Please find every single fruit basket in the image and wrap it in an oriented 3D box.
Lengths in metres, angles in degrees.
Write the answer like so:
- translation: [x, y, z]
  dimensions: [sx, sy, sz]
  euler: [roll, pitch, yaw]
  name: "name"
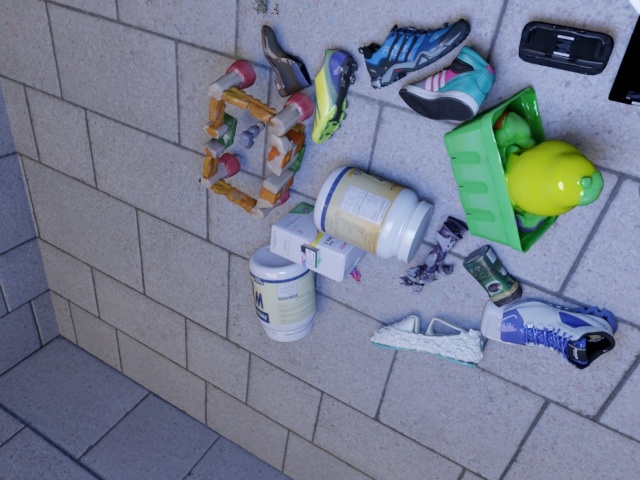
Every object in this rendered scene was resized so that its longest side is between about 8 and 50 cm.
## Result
- translation: [0.516, -0.167, 1.203]
  dimensions: [0.392, 0.283, 0.392]
  euler: [30, 137, 32]
  name: "fruit basket"

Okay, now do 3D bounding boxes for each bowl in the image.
- translation: [0.581, 0.271, 1.578]
  dimensions: [0.142, 0.053, 0.142]
  euler: [16, 125, 22]
  name: "bowl"

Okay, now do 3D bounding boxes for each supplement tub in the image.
- translation: [0.162, -0.078, 1.520]
  dimensions: [0.316, 0.228, 0.228]
  euler: [24, 127, 18]
  name: "supplement tub"
- translation: [-0.135, 0.191, 1.863]
  dimensions: [0.235, 0.235, 0.325]
  euler: [11, 122, 27]
  name: "supplement tub"

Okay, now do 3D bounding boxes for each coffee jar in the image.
- translation: [0.523, 0.111, 1.501]
  dimensions: [0.096, 0.079, 0.184]
  euler: [-36, 94, 38]
  name: "coffee jar"

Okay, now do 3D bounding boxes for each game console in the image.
- translation: [0.630, -0.427, 1.106]
  dimensions: [0.361, 0.044, 0.213]
  euler: [23, 145, 24]
  name: "game console"

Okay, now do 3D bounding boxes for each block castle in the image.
- translation: [-0.206, -0.314, 1.606]
  dimensions: [0.303, 0.213, 0.453]
  euler: [31, 138, 9]
  name: "block castle"

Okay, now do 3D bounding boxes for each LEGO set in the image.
- translation: [-0.163, -0.701, 1.497]
  dimensions: [0.083, 0.023, 0.054]
  euler: [23, 130, 3]
  name: "LEGO set"

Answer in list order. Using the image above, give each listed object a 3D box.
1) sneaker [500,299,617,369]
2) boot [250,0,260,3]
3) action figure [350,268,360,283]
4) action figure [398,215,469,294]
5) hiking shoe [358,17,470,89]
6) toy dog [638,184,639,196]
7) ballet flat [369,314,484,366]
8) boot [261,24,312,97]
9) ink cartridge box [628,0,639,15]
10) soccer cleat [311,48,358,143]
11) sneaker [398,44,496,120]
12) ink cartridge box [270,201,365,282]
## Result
- translation: [0.673, 0.264, 1.400]
  dimensions: [0.315, 0.182, 0.128]
  euler: [-2, 108, 22]
  name: "sneaker"
- translation: [-0.153, -0.782, 1.385]
  dimensions: [0.165, 0.077, 0.213]
  euler: [-12, 139, 6]
  name: "boot"
- translation: [0.116, 0.106, 1.792]
  dimensions: [0.038, 0.030, 0.115]
  euler: [-16, 110, 32]
  name: "action figure"
- translation: [0.350, 0.067, 1.533]
  dimensions: [0.099, 0.185, 0.285]
  euler: [43, 128, 28]
  name: "action figure"
- translation: [0.235, -0.509, 1.293]
  dimensions: [0.304, 0.113, 0.132]
  euler: [-18, 107, 38]
  name: "hiking shoe"
- translation: [0.908, -0.050, 1.106]
  dimensions: [0.333, 0.161, 0.220]
  euler: [-1, 116, 33]
  name: "toy dog"
- translation: [0.366, 0.327, 1.711]
  dimensions: [0.408, 0.147, 0.147]
  euler: [5, 119, 35]
  name: "ballet flat"
- translation: [-0.102, -0.555, 1.513]
  dimensions: [0.106, 0.082, 0.219]
  euler: [-5, 124, 23]
  name: "boot"
- translation: [0.687, -0.591, 1.000]
  dimensions: [0.225, 0.056, 0.181]
  euler: [51, 131, -5]
  name: "ink cartridge box"
- translation: [0.021, -0.433, 1.498]
  dimensions: [0.121, 0.093, 0.289]
  euler: [38, 130, 22]
  name: "soccer cleat"
- translation: [0.339, -0.416, 1.283]
  dimensions: [0.124, 0.178, 0.295]
  euler: [41, 177, -33]
  name: "sneaker"
- translation: [0.000, 0.000, 1.686]
  dimensions: [0.278, 0.201, 0.117]
  euler: [23, 127, 19]
  name: "ink cartridge box"
